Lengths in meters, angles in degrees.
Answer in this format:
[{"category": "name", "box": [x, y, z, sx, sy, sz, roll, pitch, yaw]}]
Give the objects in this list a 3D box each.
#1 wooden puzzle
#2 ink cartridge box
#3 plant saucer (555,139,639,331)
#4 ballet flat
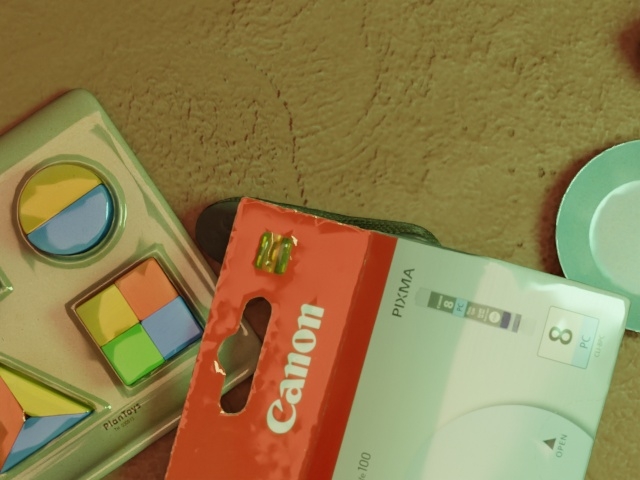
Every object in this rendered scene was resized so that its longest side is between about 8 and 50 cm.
[{"category": "wooden puzzle", "box": [-0.277, 0.066, 1.921, 0.322, 0.080, 0.348, -34, 85, -2]}, {"category": "ink cartridge box", "box": [0.072, 0.151, 1.849, 0.385, 0.091, 0.308, 15, 90, -6]}, {"category": "plant saucer", "box": [0.330, -0.004, 1.933, 0.195, 0.037, 0.195, 0, 85, 1]}, {"category": "ballet flat", "box": [0.000, 0.000, 1.938, 0.250, 0.058, 0.084, 6, 110, 8]}]
